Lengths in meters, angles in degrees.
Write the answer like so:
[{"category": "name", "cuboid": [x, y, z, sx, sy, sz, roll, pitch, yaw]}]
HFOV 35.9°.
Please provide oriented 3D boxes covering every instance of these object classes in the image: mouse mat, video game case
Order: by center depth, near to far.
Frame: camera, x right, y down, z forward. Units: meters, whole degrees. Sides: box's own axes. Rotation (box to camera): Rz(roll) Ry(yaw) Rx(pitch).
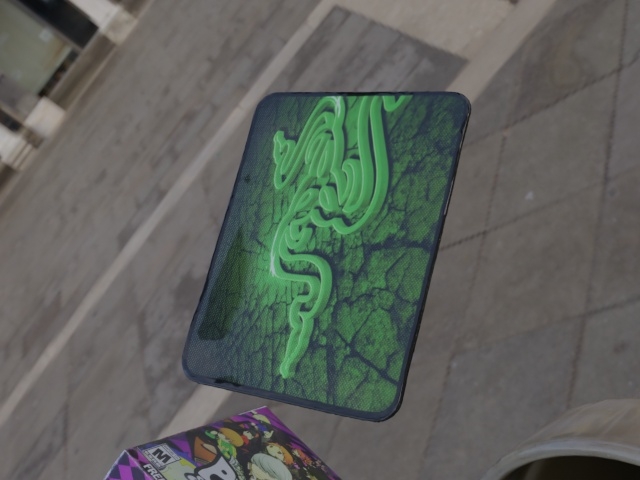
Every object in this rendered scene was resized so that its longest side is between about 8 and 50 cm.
[{"category": "mouse mat", "cuboid": [0.000, 0.000, 0.566, 0.153, 0.007, 0.189, 5, 73, 35]}, {"category": "video game case", "cuboid": [-0.027, 0.236, 0.789, 0.042, 0.232, 0.210, -56, -23, 16]}]

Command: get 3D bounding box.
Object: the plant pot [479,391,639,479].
[{"category": "plant pot", "cuboid": [0.310, 0.206, 0.684, 0.280, 0.323, 0.323, -31, 6, -35]}]
